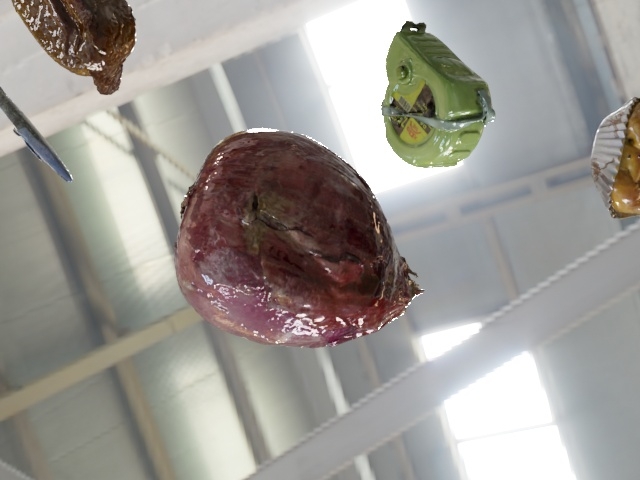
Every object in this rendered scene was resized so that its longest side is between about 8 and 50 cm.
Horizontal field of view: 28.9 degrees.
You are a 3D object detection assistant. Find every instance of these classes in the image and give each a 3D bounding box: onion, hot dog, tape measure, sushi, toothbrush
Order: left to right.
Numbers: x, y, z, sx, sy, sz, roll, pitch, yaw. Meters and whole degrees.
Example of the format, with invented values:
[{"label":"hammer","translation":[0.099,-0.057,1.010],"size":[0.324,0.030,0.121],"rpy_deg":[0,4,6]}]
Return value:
[{"label":"toothbrush","translation":[-0.469,-0.236,1.671],"size":[0.413,0.042,0.035],"rpy_deg":[53,179,-18]},{"label":"sushi","translation":[-0.153,-0.152,0.770],"size":[0.120,0.052,0.055],"rpy_deg":[53,-152,5]},{"label":"onion","translation":[0.000,0.000,1.262],"size":[0.283,0.120,0.227],"rpy_deg":[20,-111,-20]},{"label":"tape measure","translation":[0.165,-0.191,1.784],"size":[0.106,0.175,0.200],"rpy_deg":[-7,-140,-41]},{"label":"hot dog","translation":[0.305,-0.070,1.106],"size":[0.191,0.059,0.108],"rpy_deg":[1,-77,-49]}]
